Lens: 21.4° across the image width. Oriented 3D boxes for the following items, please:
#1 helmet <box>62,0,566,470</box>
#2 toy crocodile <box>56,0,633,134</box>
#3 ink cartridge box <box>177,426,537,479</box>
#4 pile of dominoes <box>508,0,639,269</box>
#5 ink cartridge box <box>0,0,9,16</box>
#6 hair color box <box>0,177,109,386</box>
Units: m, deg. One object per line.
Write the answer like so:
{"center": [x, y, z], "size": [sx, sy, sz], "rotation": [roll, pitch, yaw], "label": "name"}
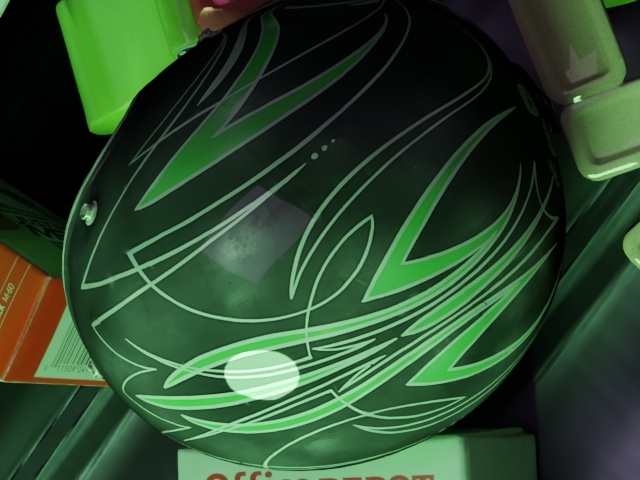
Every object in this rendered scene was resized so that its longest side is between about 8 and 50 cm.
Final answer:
{"center": [0.000, 0.000, 0.591], "size": [0.169, 0.161, 0.169], "rotation": [8, 127, 11], "label": "helmet"}
{"center": [0.032, -0.131, 0.648], "size": [0.340, 0.105, 0.115], "rotation": [-20, 76, 27], "label": "toy crocodile"}
{"center": [0.016, 0.161, 0.646], "size": [0.127, 0.072, 0.175], "rotation": [-7, 82, 29], "label": "ink cartridge box"}
{"center": [0.198, -0.080, 0.562], "size": [0.251, 0.040, 0.196], "rotation": [-19, 100, 20], "label": "pile of dominoes"}
{"center": [-0.291, -0.094, 0.696], "size": [0.285, 0.166, 0.395], "rotation": [-60, 32, 11], "label": "ink cartridge box"}
{"center": [-0.158, 0.002, 0.749], "size": [0.167, 0.093, 0.053], "rotation": [30, 99, 28], "label": "hair color box"}
